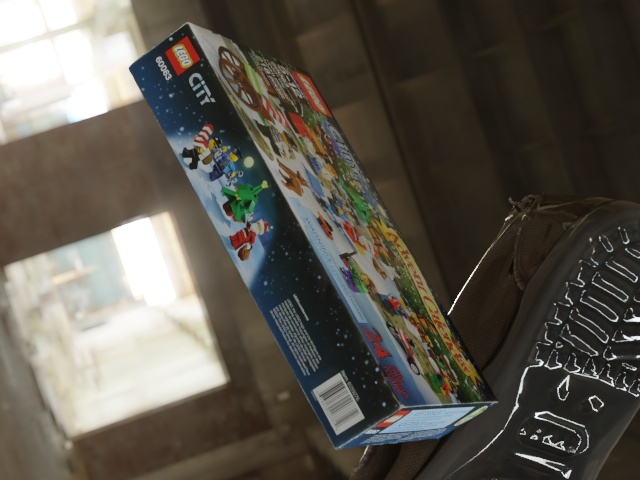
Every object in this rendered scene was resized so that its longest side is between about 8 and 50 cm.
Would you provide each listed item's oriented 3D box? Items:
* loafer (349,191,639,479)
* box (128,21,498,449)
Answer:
[{"bbox_3d":[0.096,0.126,1.020,0.134,0.366,0.130,29,10,-28],"label":"loafer"},{"bbox_3d":[0.000,0.000,0.900,0.233,0.044,0.159,61,18,15],"label":"box"}]
